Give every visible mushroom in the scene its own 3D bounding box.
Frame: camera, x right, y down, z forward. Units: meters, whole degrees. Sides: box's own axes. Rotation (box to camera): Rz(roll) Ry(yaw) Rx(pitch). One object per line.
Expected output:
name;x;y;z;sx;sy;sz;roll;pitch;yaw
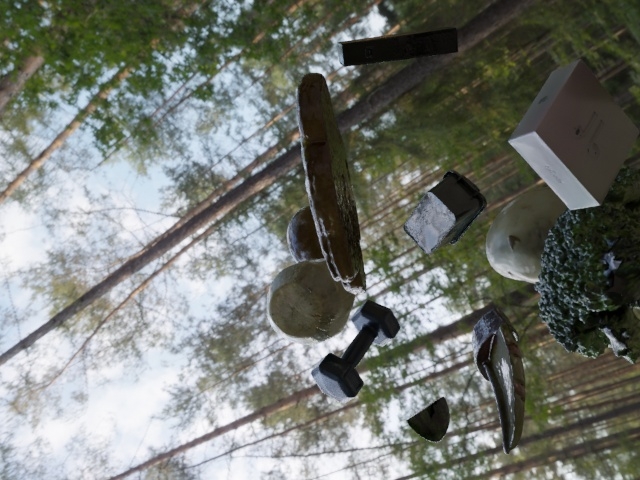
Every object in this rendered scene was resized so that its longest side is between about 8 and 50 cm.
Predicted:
mushroom;0.601;0.041;1.402;0.336;0.314;0.314;62;-151;-14

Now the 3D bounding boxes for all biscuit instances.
biscuit;0.014;-0.060;0.674;0.208;0.041;0.291;-73;-28;-67

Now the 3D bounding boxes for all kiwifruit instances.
kiwifruit;0.000;0.000;1.545;0.196;0.196;0.234;24;-155;-42

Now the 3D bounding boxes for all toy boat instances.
toy boat;0.458;0.317;1.339;0.294;0.111;0.276;-95;-1;-61

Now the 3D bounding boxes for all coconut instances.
coconut;-0.014;0.113;1.022;0.161;0.161;0.162;59;-158;3

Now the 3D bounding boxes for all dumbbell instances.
dumbbell;0.110;0.334;1.642;0.316;0.156;0.144;-48;-33;-37

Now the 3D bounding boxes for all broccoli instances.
broccoli;0.562;0.051;1.048;0.338;0.277;0.318;-23;-114;-33

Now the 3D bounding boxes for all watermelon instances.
watermelon;0.302;0.513;1.561;0.135;0.094;0.126;6;-89;-22

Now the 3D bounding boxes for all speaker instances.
speaker;0.145;-0.371;1.030;0.082;0.217;0.044;-98;1;-67

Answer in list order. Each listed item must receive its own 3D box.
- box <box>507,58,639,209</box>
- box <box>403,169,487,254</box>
box;0.318;-0.130;0.674;0.130;0.051;0.129;41;-110;-14
box;0.364;-0.075;1.624;0.135;0.243;0.163;-31;-109;-33
